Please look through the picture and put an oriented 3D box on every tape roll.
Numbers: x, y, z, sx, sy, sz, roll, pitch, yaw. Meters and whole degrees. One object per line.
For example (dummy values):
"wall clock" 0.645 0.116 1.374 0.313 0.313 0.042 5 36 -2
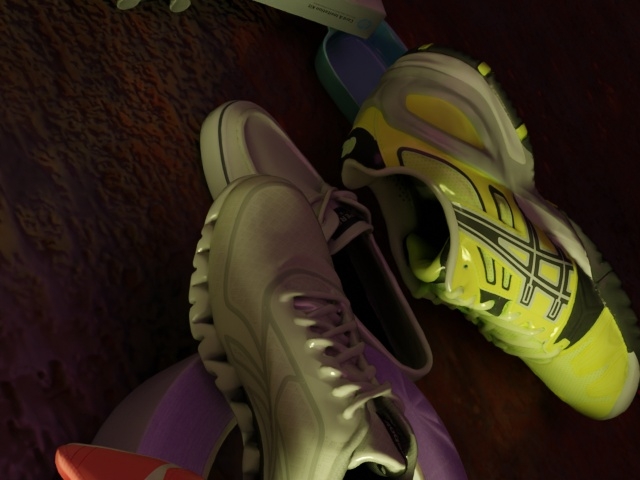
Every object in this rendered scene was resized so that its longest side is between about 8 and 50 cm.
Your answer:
"tape roll" -0.021 0.197 0.568 0.275 0.090 0.274 17 60 -33

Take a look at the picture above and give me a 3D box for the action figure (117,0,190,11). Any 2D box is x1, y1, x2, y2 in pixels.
"action figure" -0.158 -0.304 0.714 0.137 0.063 0.232 -7 78 -40

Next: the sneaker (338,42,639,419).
"sneaker" 0.145 0.024 0.765 0.147 0.145 0.384 -45 106 -27

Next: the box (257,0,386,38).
"box" -0.021 -0.285 0.810 0.145 0.038 0.186 11 54 -30

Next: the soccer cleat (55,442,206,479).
"soccer cleat" -0.129 0.241 0.357 0.116 0.108 0.318 30 66 -9

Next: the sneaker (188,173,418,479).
"sneaker" -0.001 0.088 0.497 0.110 0.118 0.292 6 64 -36

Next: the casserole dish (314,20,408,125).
"casserole dish" 0.063 -0.135 0.836 0.188 0.037 0.114 52 46 -9

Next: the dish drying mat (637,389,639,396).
"dish drying mat" 0.342 0.143 0.954 0.083 0.008 0.032 50 46 -9

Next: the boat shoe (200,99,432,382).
"boat shoe" 0.000 0.000 0.681 0.096 0.088 0.267 -21 84 -44
